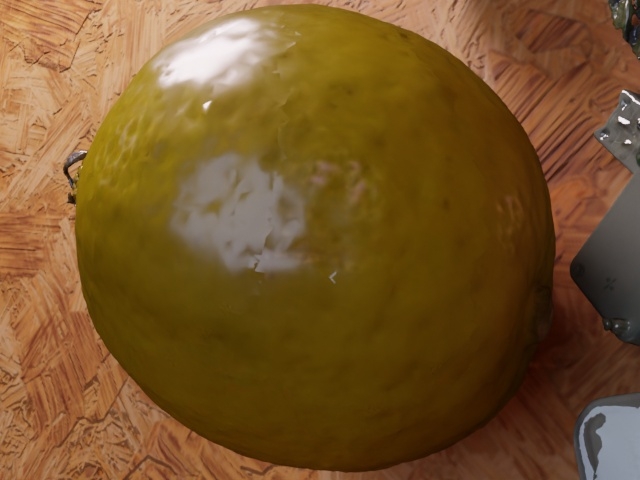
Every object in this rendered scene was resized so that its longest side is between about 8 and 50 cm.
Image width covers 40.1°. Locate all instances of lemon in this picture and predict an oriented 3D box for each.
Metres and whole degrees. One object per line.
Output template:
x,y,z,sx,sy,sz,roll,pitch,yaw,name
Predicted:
0.000,0.000,0.623,0.348,0.348,0.347,-11,71,36,lemon

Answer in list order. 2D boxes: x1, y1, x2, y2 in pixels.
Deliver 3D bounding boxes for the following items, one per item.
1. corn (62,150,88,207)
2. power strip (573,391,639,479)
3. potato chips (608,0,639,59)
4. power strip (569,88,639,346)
-0.153,-0.122,0.922,0.293,0.106,0.106,-41,56,18,corn
0.291,0.125,0.507,0.261,0.141,0.229,-13,70,20,power strip
0.260,-0.214,0.666,0.092,0.028,0.207,9,82,40,potato chips
0.238,-0.050,0.591,0.215,0.061,0.145,-61,29,25,power strip
